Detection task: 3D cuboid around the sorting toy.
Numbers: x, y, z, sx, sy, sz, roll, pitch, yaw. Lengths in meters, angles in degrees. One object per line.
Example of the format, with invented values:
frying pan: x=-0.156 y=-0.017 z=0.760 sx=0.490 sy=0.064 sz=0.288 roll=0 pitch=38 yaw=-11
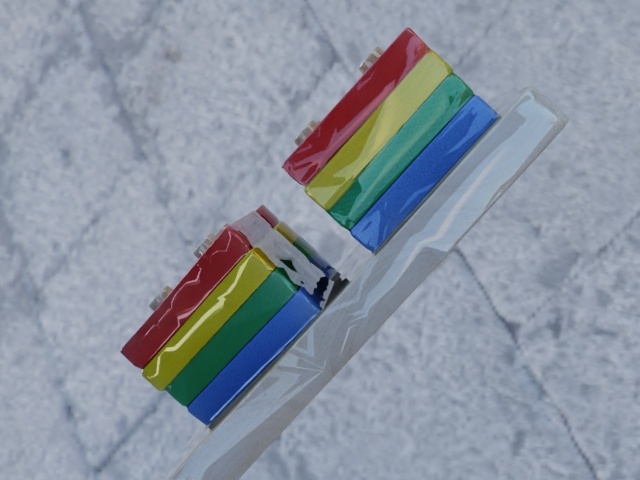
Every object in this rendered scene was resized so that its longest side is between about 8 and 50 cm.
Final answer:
sorting toy: x=0.000 y=0.000 z=0.697 sx=0.089 sy=0.257 sz=0.255 roll=42 pitch=96 yaw=-1
